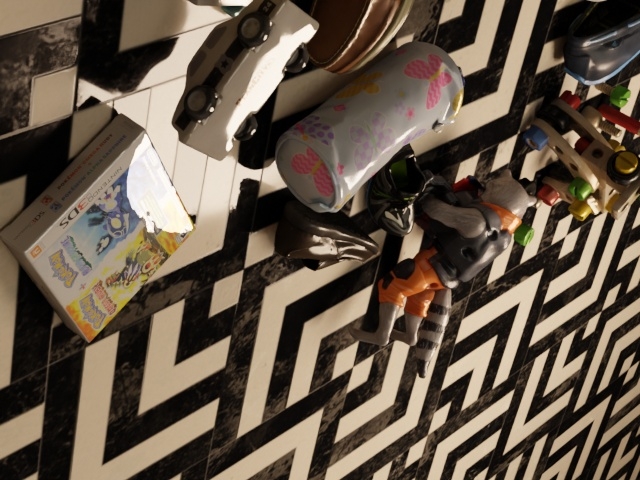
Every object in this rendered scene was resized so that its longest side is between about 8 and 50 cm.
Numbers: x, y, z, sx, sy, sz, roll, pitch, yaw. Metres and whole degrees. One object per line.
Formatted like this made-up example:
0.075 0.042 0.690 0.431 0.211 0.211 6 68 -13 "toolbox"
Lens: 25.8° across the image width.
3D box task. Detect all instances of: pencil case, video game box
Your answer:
0.066 -0.148 1.795 0.273 0.113 0.124 -38 124 -31 "pencil case"
-0.237 -0.010 1.526 0.187 0.048 0.205 -46 150 -16 "video game box"

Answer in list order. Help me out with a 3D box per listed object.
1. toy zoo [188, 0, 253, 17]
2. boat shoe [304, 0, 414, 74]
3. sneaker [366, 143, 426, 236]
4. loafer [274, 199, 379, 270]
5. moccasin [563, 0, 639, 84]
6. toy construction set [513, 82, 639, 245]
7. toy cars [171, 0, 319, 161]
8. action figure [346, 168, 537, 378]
-0.059 -0.361 1.471 0.192 0.030 0.293 -27 140 -44 "toy zoo"
0.056 -0.347 1.578 0.120 0.122 0.324 4 119 -49 "boat shoe"
0.108 -0.071 1.968 0.067 0.078 0.188 -23 138 -17 "sneaker"
0.000 0.000 1.896 0.078 0.080 0.220 -53 148 12 "loafer"
0.526 -0.394 2.265 0.342 0.137 0.117 -50 147 -17 "moccasin"
0.498 -0.127 2.379 0.309 0.237 0.257 -37 146 -34 "toy construction set"
-0.079 -0.263 1.423 0.176 0.087 0.394 -25 142 -36 "toy cars"
0.215 0.039 2.169 0.330 0.178 0.341 -52 150 10 "action figure"
